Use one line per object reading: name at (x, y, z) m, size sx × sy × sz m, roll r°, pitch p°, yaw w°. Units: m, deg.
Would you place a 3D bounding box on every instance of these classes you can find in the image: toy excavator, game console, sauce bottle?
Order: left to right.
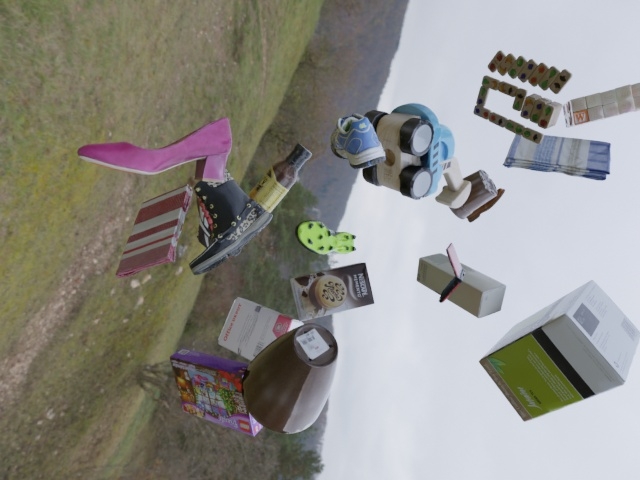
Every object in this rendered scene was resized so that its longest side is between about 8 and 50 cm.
sauce bottle at (-0.168, -0.215, 1.602) m, size 0.344 × 0.111 × 0.111 m, roll -49°, pitch -172°, yaw 7°
toy excavator at (0.376, -0.266, 1.459) m, size 0.222 × 0.445 × 0.433 m, roll 29°, pitch -46°, yaw 45°
game console at (0.343, 0.086, 1.157) m, size 0.124 × 0.085 × 0.144 m, roll -54°, pitch 166°, yaw 19°

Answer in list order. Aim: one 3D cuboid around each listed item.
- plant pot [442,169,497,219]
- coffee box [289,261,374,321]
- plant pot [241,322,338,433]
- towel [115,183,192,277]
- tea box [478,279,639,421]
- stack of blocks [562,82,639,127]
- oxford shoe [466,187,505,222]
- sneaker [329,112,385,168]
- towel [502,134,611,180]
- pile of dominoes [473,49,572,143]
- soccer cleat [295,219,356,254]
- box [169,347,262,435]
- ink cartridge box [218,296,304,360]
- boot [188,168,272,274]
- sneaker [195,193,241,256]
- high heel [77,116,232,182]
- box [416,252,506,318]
plant pot at (0.621, -0.197, 1.751) m, size 0.165 × 0.167 × 0.167 m, roll -33°, pitch -145°, yaw 38°
coffee box at (0.041, 0.194, 1.652) m, size 0.119 × 0.297 × 0.168 m, roll 156°, pitch -79°, yaw -83°
plant pot at (-0.052, 0.298, 0.990) m, size 0.215 × 0.215 × 0.230 m, roll -83°, pitch -165°, yaw -46°
towel at (-0.565, -0.036, 1.461) m, size 0.037 × 0.237 × 0.329 m, roll 52°, pitch 30°, yaw -45°
tea box at (0.726, 0.330, 1.294) m, size 0.220 × 0.329 × 0.323 m, roll 56°, pitch -47°, yaw 16°
stack of blocks at (1.002, -0.465, 1.434) m, size 0.171 × 0.297 × 0.087 m, roll -26°, pitch 105°, yaw -67°
oxford shoe at (0.736, -0.172, 1.925) m, size 0.212 × 0.076 × 0.076 m, roll -43°, pitch 180°, yaw 27°
sneaker at (0.063, -0.196, 0.788) m, size 0.211 × 0.080 × 0.081 m, roll -127°, pitch -163°, yaw -65°
towel at (0.731, -0.265, 1.315) m, size 0.209 × 0.285 × 0.034 m, roll -53°, pitch 146°, yaw -40°
pile of dominoes at (0.519, -0.384, 1.138) m, size 0.251 × 0.040 × 0.196 m, roll 45°, pitch -33°, yaw 40°
soccer cleat at (0.000, 0.000, 0.815) m, size 0.179 × 0.072 × 0.060 m, roll 13°, pitch 77°, yaw -53°
box at (-0.310, 0.444, 1.263) m, size 0.057 × 0.293 × 0.201 m, roll -32°, pitch 119°, yaw -54°
ink cartridge box at (-0.238, 0.370, 1.699) m, size 0.117 × 0.283 × 0.207 m, roll 37°, pitch 72°, yaw -60°
boot at (-0.253, -0.047, 1.012) m, size 0.236 × 0.178 × 0.085 m, roll -41°, pitch -179°, yaw -24°
sneaker at (-0.375, -0.058, 1.451) m, size 0.097 × 0.135 × 0.276 m, roll -19°, pitch 85°, yaw -56°
high heel at (-0.254, -0.162, 0.687) m, size 0.082 × 0.244 × 0.117 m, roll 16°, pitch -79°, yaw 51°
box at (0.444, 0.137, 1.372) m, size 0.275 × 0.113 × 0.094 m, roll 36°, pitch -51°, yaw 53°
